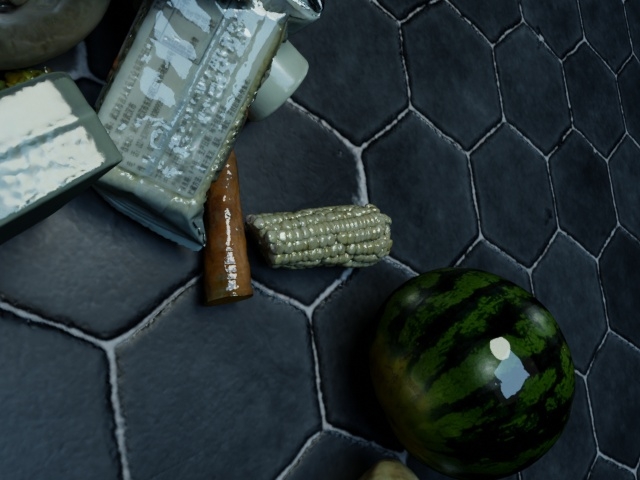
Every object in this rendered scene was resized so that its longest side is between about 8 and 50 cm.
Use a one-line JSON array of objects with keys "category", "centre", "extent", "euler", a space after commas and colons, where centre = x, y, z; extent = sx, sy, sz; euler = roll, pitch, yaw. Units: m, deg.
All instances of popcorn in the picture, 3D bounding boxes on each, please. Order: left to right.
[{"category": "popcorn", "centre": [-0.282, -0.133, 0.545], "extent": [0.083, 0.059, 0.068], "euler": [9, 76, -27]}]

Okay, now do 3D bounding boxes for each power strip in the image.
[{"category": "power strip", "centre": [-0.282, 0.010, 0.406], "extent": [0.261, 0.229, 0.141], "euler": [-40, 106, -36]}]

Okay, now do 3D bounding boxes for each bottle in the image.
[{"category": "bottle", "centre": [-0.130, -0.253, 0.659], "extent": [0.245, 0.104, 0.104], "euler": [43, 58, -25]}]

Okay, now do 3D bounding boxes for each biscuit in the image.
[{"category": "biscuit", "centre": [-0.131, -0.154, 0.581], "extent": [0.185, 0.079, 0.309], "euler": [24, 91, -25]}]

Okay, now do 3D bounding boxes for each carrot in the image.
[{"category": "carrot", "centre": [-0.111, -0.038, 0.670], "extent": [0.057, 0.057, 0.225], "euler": [5, 73, -37]}]

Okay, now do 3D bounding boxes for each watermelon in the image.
[{"category": "watermelon", "centre": [0.185, 0.163, 0.732], "extent": [0.268, 0.268, 0.269], "euler": [9, 76, -36]}]

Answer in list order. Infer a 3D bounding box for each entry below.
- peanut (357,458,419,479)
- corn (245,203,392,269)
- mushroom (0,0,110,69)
[{"category": "peanut", "centre": [0.079, 0.391, 0.683], "extent": [0.122, 0.136, 0.254], "euler": [9, 70, -83]}, {"category": "corn", "centre": [0.000, 0.000, 0.727], "extent": [0.210, 0.087, 0.087], "euler": [-8, 86, -35]}, {"category": "mushroom", "centre": [-0.286, -0.259, 0.478], "extent": [0.226, 0.178, 0.227], "euler": [-5, 108, -15]}]
